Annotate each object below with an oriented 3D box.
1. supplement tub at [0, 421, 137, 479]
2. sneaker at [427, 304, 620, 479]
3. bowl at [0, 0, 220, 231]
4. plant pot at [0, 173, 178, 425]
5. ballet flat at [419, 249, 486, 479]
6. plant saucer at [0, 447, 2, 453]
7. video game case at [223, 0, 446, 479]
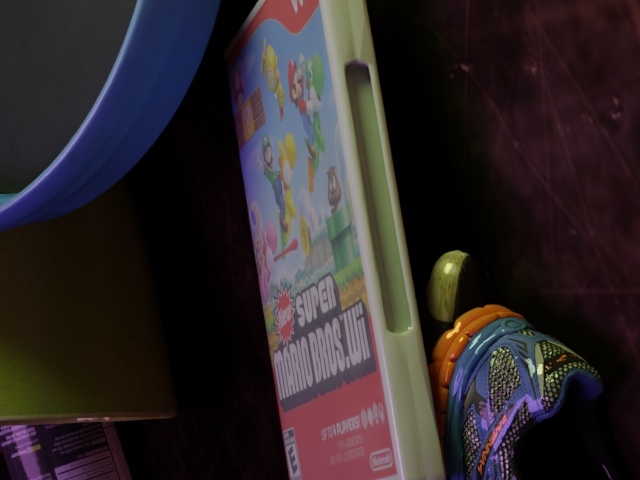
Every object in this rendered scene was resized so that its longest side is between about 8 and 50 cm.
[{"bbox_3d":[-0.218,0.202,1.396,0.106,0.106,0.198,-27,81,63],"label":"supplement tub"},{"bbox_3d":[0.104,0.144,0.775,0.087,0.083,0.221,13,118,57],"label":"sneaker"},{"bbox_3d":[-0.206,-0.195,1.011,0.391,0.077,0.391,-4,84,41],"label":"bowl"},{"bbox_3d":[-0.249,-0.008,1.204,0.275,0.275,0.293,164,105,-64],"label":"plant pot"},{"bbox_3d":[0.056,0.074,0.843,0.049,0.057,0.173,21,133,17],"label":"ballet flat"},{"bbox_3d":[-0.413,0.096,1.777,0.310,0.050,0.310,42,141,47],"label":"plant saucer"},{"bbox_3d":[0.000,0.000,0.865,0.204,0.025,0.285,142,121,-70],"label":"video game case"}]
